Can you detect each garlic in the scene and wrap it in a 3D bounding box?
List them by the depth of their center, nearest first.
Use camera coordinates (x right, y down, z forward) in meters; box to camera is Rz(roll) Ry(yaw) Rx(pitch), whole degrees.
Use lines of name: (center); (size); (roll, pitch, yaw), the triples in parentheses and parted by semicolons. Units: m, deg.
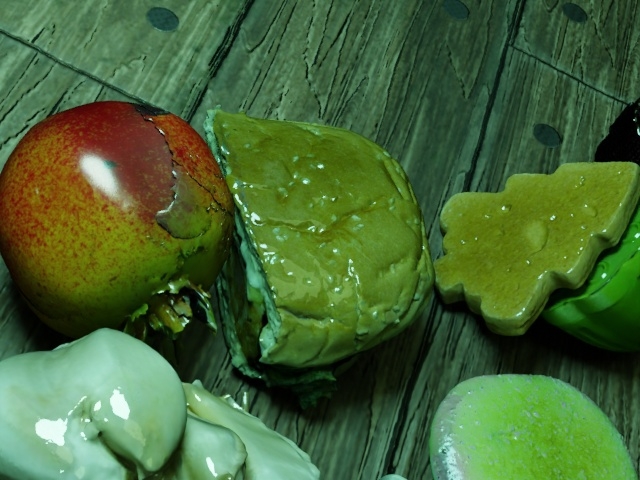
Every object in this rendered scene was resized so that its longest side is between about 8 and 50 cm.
garlic: (-0.138, 0.186, 0.935); (0.281, 0.185, 0.203); (39, -3, -35)

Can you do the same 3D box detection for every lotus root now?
lotus root: (0.322, 0.050, 1.301); (0.186, 0.186, 0.186); (13, 51, -16)

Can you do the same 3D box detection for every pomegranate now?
pomegranate: (-0.172, -0.005, 1.069); (0.210, 0.210, 0.235); (-14, 64, -32)

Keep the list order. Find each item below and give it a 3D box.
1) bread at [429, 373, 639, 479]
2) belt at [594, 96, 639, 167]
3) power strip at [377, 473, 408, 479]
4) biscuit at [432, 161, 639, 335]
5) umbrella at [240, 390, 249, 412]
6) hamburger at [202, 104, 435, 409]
bread: (0.209, 0.217, 1.191); (0.228, 0.033, 0.229); (12, 52, -15)
belt: (0.461, -0.060, 1.431); (0.289, 0.164, 0.184); (41, 58, 8)
power strip: (0.162, 0.315, 1.071); (0.338, 0.058, 0.098); (30, 58, -1)
biscuit: (0.221, -0.006, 1.267); (0.041, 0.238, 0.212); (55, 10, -36)
umbrella: (-0.068, 0.203, 1.079); (0.027, 0.025, 0.165); (27, 46, -34)
hamburger: (0.000, 0.000, 1.193); (0.211, 0.132, 0.309); (-2, 55, -23)
